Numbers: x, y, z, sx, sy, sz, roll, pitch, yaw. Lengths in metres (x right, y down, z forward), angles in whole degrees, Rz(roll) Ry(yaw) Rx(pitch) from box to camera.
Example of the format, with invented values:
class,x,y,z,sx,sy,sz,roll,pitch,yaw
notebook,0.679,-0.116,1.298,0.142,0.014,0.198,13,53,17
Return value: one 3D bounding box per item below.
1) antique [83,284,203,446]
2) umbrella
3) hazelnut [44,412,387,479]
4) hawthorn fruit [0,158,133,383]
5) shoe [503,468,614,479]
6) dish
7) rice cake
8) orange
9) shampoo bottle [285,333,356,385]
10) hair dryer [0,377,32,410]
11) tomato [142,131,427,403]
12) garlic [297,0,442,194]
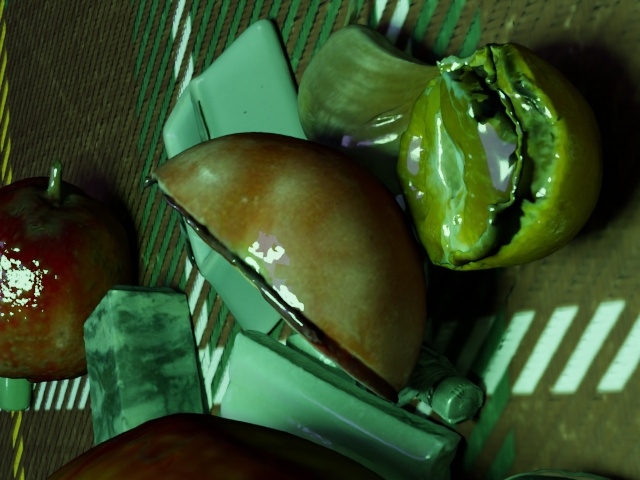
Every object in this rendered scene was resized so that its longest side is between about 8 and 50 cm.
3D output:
class,x,y,z,sx,sy,sz,roll,pitch,yaw
antique,-0.177,0.137,1.291,0.088,0.086,0.183,-44,49,50
umbrella,0.052,0.081,0.962,0.188,0.046,0.050,37,125,47
hazelnut,-0.076,0.300,0.843,0.429,0.402,0.402,0,90,57
hawthorn fruit,-0.299,0.030,1.410,0.215,0.215,0.249,41,117,52
shoe,0.164,0.212,0.682,0.291,0.137,0.114,21,107,58
dish,-0.080,-0.054,1.146,0.182,0.080,0.243,-50,50,47
rice cake,0.006,0.142,0.982,0.222,0.042,0.080,23,102,39
orange,0.113,-0.048,0.793,0.160,0.112,0.170,105,170,-46
shampoo bottle,0.008,0.168,1.036,0.069,0.041,0.190,-15,78,45
hair dryer,-0.426,0.174,1.763,0.150,0.047,0.071,-148,62,-62
tomato,0.000,0.000,0.882,0.228,0.199,0.112,43,89,10
garlic,0.041,-0.113,0.956,0.128,0.090,0.198,-59,34,18
